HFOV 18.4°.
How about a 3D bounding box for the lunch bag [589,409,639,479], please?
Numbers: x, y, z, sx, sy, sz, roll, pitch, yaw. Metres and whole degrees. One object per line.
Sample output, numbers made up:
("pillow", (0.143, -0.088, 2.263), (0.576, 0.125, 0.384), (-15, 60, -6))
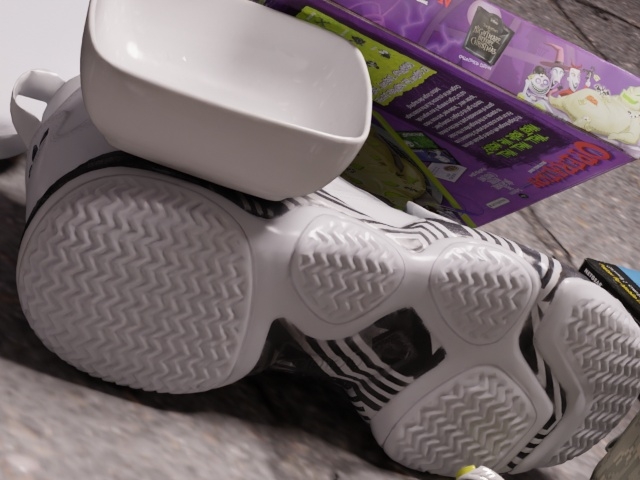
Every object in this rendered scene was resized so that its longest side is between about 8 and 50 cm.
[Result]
("lunch bag", (0.261, 0.119, 0.979), (0.169, 0.235, 0.287), (26, 16, -36))

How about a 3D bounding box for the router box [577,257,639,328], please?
("router box", (0.262, 0.088, 1.345), (0.133, 0.046, 0.179), (13, 26, -40))

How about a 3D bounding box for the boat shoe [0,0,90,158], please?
("boat shoe", (-0.174, -0.138, 1.208), (0.108, 0.102, 0.301), (16, 44, -6))

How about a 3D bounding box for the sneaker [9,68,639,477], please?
("sneaker", (0.000, 0.000, 1.060), (0.366, 0.137, 0.210), (15, 27, -27))

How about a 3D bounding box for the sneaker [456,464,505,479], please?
("sneaker", (0.097, 0.151, 1.000), (0.083, 0.031, 0.035), (38, 52, -6))

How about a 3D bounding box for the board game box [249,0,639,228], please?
("board game box", (0.036, -0.077, 1.166), (0.208, 0.056, 0.347), (30, -15, -10))

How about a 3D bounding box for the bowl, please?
("bowl", (-0.050, -0.072, 0.950), (0.142, 0.053, 0.142), (18, 27, -10))
